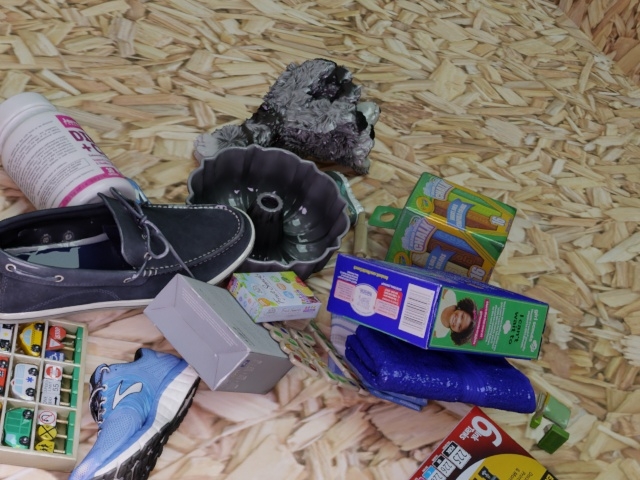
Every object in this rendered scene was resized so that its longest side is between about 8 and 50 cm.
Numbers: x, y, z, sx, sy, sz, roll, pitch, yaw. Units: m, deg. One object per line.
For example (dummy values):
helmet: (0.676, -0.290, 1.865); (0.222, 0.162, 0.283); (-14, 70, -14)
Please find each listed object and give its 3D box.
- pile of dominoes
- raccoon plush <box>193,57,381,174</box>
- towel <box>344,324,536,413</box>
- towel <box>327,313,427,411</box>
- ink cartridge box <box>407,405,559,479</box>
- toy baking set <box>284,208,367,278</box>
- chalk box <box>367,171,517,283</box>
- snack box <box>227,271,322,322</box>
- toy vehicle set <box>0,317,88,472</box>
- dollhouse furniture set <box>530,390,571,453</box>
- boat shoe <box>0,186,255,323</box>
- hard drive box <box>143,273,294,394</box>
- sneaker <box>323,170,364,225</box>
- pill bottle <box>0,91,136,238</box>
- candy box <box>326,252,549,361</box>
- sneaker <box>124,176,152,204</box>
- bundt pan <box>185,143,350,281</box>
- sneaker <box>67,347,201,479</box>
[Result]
pile of dominoes: (-0.025, 0.164, 1.650); (0.196, 0.040, 0.251); (27, 15, -46)
raccoon plush: (-0.065, -0.240, 2.142); (0.446, 0.299, 0.216); (-14, 64, -2)
towel: (0.214, 0.227, 1.665); (0.308, 0.076, 0.227); (11, 7, -17)
towel: (0.118, 0.193, 1.812); (0.209, 0.034, 0.285); (21, 38, -10)
ink cartridge box: (0.260, 0.466, 1.505); (0.272, 0.130, 0.309); (41, 38, 13)
toy baking set: (0.007, 0.000, 1.944); (0.196, 0.030, 0.256); (8, 47, -10)
chalk box: (0.250, -0.018, 2.006); (0.288, 0.179, 0.180); (23, 36, 6)
snack box: (-0.080, 0.098, 1.631); (0.141, 0.037, 0.100); (0, 33, -42)
toy vehicle set: (-0.447, 0.221, 1.405); (0.165, 0.035, 0.267); (13, 40, -21)
dollhouse furniture set: (0.469, 0.350, 1.836); (0.076, 0.059, 0.152); (32, 37, 3)
boat shoe: (-0.324, 0.008, 1.528); (0.500, 0.156, 0.187); (-11, 51, -31)
hard drive box: (-0.159, 0.160, 1.527); (0.181, 0.089, 0.232); (45, 5, 21)
sneaker: (0.034, -0.095, 2.073); (0.076, 0.065, 0.166); (-7, 48, -33)
pill bottle: (-0.481, -0.135, 1.694); (0.160, 0.160, 0.283); (-21, 59, -46)
candy box: (0.217, 0.122, 1.699); (0.317, 0.122, 0.268); (9, 5, -41)
sneaker: (-0.371, -0.072, 1.785); (0.144, 0.053, 0.059); (44, 41, 21)
bundt pan: (-0.114, -0.036, 1.828); (0.330, 0.124, 0.331); (10, 47, -11)
sneaker: (-0.300, 0.273, 1.387); (0.147, 0.130, 0.330); (23, 28, 4)
